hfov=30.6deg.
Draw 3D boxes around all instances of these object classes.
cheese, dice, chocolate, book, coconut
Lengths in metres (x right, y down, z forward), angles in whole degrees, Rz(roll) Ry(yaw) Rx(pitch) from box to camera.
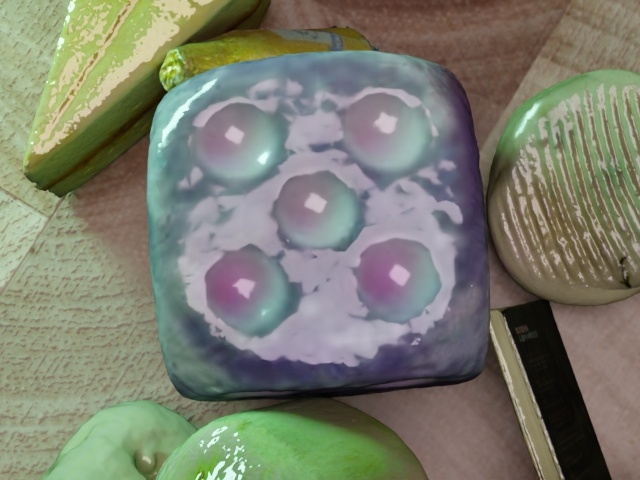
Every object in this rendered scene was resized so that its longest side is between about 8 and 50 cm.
[{"bbox_3d":[-0.208,0.280,1.059,0.173,0.251,0.248,38,120,-6],"label":"cheese"},{"bbox_3d":[0.000,0.000,1.027,0.271,0.270,0.270,-4,80,1],"label":"dice"},{"bbox_3d":[-0.048,-0.159,1.094,0.219,0.085,0.086,-11,78,-40],"label":"chocolate"},{"bbox_3d":[0.216,0.165,1.057,0.024,0.160,0.228,-23,80,25],"label":"book"},{"bbox_3d":[-0.020,0.228,0.917,0.236,0.236,0.205,-29,68,-3],"label":"coconut"}]

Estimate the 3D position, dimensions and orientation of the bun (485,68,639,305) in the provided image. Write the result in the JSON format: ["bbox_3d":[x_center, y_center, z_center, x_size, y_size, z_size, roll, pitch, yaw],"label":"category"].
[{"bbox_3d":[0.266,-0.054,1.108,0.237,0.116,0.210,-32,84,12],"label":"bun"}]

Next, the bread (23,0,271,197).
[{"bbox_3d":[-0.157,-0.153,1.115,0.163,0.167,0.264,15,85,3],"label":"bread"}]
